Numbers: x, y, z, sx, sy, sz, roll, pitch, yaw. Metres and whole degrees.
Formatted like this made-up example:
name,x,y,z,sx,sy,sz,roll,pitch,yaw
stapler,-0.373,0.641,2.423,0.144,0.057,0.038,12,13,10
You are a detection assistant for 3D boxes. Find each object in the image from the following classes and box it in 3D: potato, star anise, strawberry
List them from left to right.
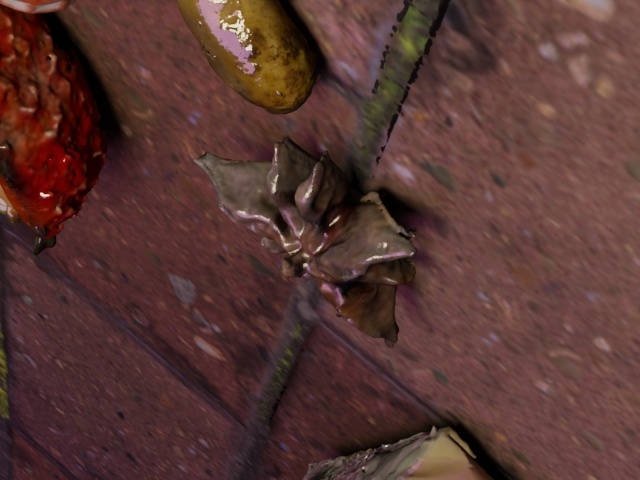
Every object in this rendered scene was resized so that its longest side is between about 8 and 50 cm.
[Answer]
name,x,y,z,sx,sy,sz,roll,pitch,yaw
strawberry,-0.176,-0.080,0.966,0.192,0.085,0.140,59,160,-21
potato,-0.033,-0.090,0.775,0.051,0.040,0.083,-5,129,54
star anise,-0.008,-0.008,0.856,0.129,0.056,0.124,36,157,14

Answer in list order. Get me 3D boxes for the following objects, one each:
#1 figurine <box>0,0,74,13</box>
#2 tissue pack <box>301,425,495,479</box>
name,x,y,z,sx,sy,sz,roll,pitch,yaw
figurine,-0.202,-0.202,0.715,0.281,0.167,0.370,33,173,-31
tissue pack,0.090,0.241,1.049,0.257,0.123,0.215,45,155,-8
